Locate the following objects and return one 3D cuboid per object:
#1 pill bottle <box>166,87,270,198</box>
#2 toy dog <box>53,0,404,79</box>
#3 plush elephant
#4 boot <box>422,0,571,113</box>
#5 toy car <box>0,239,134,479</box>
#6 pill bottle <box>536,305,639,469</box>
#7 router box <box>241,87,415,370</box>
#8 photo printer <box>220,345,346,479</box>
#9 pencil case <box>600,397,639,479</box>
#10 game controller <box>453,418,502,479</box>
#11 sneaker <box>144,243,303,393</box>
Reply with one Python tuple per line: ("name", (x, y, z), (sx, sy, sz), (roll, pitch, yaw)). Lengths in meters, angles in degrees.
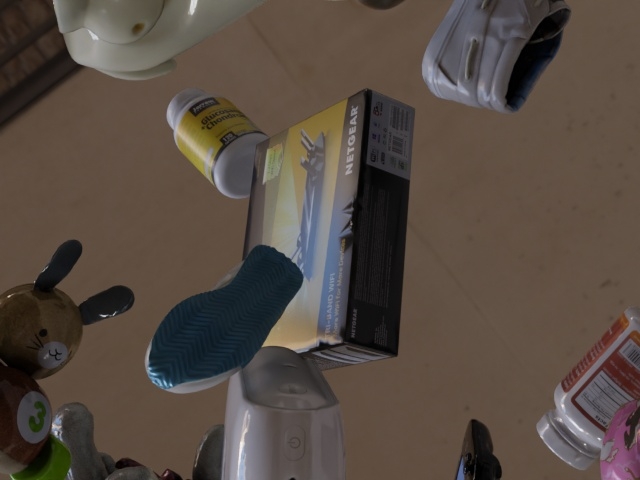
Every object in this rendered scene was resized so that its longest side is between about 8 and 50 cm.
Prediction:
("pill bottle", (-0.147, -0.146, 1.565), (0.184, 0.103, 0.103), (44, 175, 40))
("toy dog", (-0.087, -0.323, 1.145), (0.395, 0.407, 0.285), (85, 167, -46))
("plush elephant", (-0.200, 0.380, 1.559), (0.272, 0.255, 0.330), (17, 120, 55))
("boot", (0.209, -0.249, 1.100), (0.123, 0.258, 0.095), (28, -175, 43))
("toy car", (-0.248, 0.094, 0.945), (0.149, 0.188, 0.155), (35, 167, 42))
("pill bottle", (0.396, 0.203, 1.471), (0.121, 0.216, 0.121), (34, -161, -13))
("router box", (0.000, 0.000, 1.322), (0.081, 0.309, 0.243), (18, 157, -32))
("photo printer", (-0.043, 0.252, 1.070), (0.307, 0.107, 0.256), (-146, 59, -82))
("pencil case", (0.399, 0.192, 1.004), (0.160, 0.167, 0.386), (17, 160, -5))
("game controller", (0.230, 0.452, 1.776), (0.166, 0.067, 0.319), (-100, 18, -63))
("sneaker", (-0.096, 0.091, 1.062), (0.087, 0.092, 0.228), (41, -146, 7))
